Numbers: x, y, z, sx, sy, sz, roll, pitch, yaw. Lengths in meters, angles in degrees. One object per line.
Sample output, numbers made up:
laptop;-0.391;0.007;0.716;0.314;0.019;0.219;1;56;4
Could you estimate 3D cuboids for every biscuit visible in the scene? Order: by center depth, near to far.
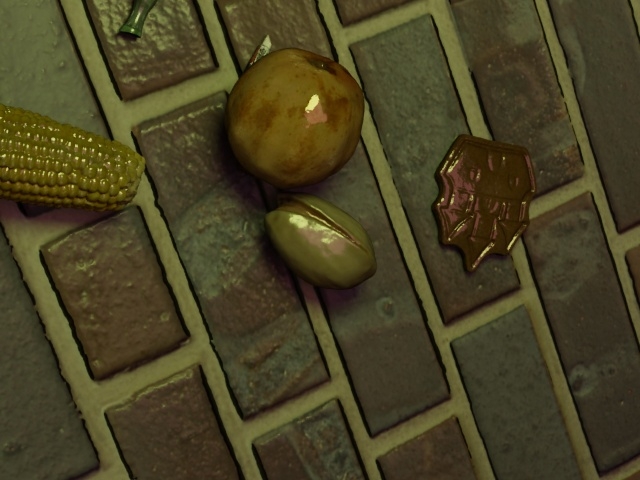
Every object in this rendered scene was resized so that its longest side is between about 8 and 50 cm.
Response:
biscuit;0.261;-0.054;1.786;0.182;0.034;0.215;9;90;-22

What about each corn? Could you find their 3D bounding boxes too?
corn;-0.404;-0.112;1.469;0.347;0.130;0.130;14;88;-26

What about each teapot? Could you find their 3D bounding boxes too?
teapot;-0.247;-0.335;1.563;0.043;0.043;0.110;24;89;-21

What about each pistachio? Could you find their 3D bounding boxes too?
pistachio;0.000;0.000;1.638;0.185;0.124;0.124;36;80;-22

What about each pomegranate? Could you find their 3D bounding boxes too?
pomegranate;-0.033;-0.169;1.569;0.207;0.207;0.207;-2;94;-22

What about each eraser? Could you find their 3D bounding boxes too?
eraser;-0.099;-0.255;1.633;0.019;0.027;0.099;31;83;-19
